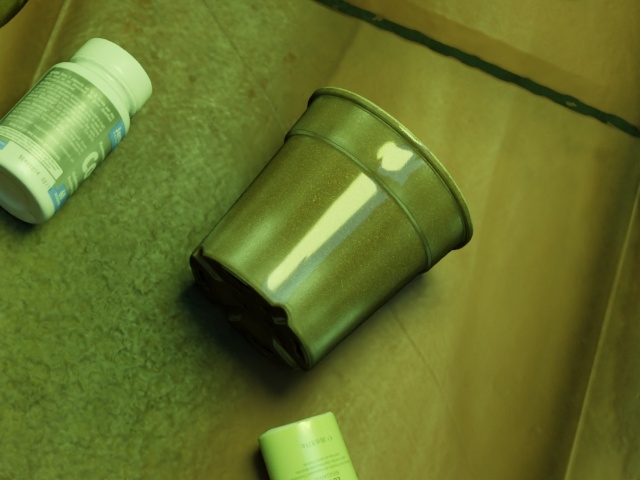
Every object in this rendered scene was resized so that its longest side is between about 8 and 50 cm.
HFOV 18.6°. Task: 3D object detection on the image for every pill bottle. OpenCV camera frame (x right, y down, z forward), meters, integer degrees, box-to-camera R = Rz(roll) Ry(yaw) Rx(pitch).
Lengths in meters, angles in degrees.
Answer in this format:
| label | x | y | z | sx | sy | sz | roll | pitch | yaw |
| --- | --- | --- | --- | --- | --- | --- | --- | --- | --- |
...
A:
| label | x | y | z | sx | sy | sz | roll | pitch | yaw |
| --- | --- | --- | --- | --- | --- | --- | --- | --- | --- |
| pill bottle | -0.194 | -0.085 | 1.481 | 0.078 | 0.078 | 0.137 | 41 | 65 | -2 |

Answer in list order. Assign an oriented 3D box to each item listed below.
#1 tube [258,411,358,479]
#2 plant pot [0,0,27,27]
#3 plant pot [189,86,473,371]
| label | x | y | z | sx | sy | sz | roll | pitch | yaw |
| --- | --- | --- | --- | --- | --- | --- | --- | --- | --- |
| tube | 0.021 | 0.249 | 1.454 | 0.070 | 0.062 | 0.240 | -20 | 83 | 18 |
| plant pot | -0.290 | -0.290 | 1.423 | 0.237 | 0.254 | 0.237 | 6 | 71 | -18 |
| plant pot | 0.000 | 0.000 | 1.481 | 0.167 | 0.167 | 0.165 | 44 | 73 | 0 |
